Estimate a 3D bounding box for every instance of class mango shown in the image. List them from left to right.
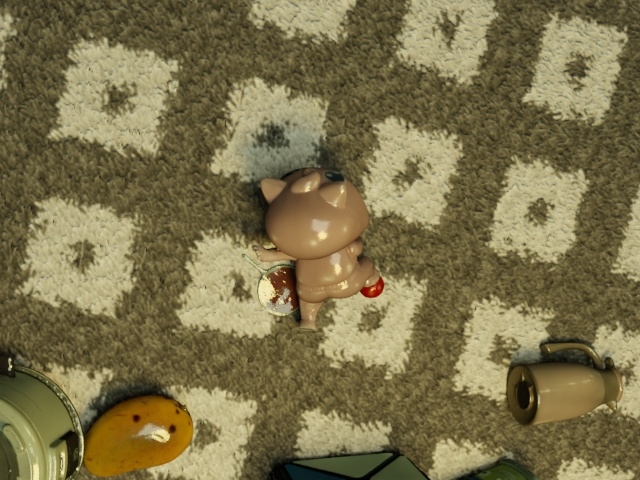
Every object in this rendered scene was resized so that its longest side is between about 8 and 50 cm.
[{"bbox_3d":[-0.287,0.302,1.770,0.178,0.090,0.115,-12,109,-6],"label":"mango"}]

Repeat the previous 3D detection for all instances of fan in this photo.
[{"bbox_3d":[-0.077,0.065,1.836,0.133,0.005,0.085,43,85,-18],"label":"fan"}]

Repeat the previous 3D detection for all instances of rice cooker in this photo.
[{"bbox_3d":[-0.476,0.307,1.641,0.241,0.227,0.280,-1,93,5],"label":"rice cooker"}]

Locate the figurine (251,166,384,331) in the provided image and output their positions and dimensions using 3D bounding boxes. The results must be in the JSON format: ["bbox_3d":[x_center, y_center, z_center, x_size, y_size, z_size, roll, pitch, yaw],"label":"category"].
[{"bbox_3d":[0.000,0.000,1.791,0.176,0.186,0.287,-7,126,20],"label":"figurine"}]

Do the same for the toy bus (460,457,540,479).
[{"bbox_3d":[0.310,0.554,1.949,0.190,0.152,0.312,-15,103,-14],"label":"toy bus"}]

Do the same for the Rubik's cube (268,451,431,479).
[{"bbox_3d":[0.061,0.500,1.817,0.246,0.250,0.248,-3,101,-16],"label":"Rubik's cube"}]

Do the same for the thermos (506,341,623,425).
[{"bbox_3d":[0.429,0.243,1.970,0.193,0.105,0.137,-4,68,-20],"label":"thermos"}]
